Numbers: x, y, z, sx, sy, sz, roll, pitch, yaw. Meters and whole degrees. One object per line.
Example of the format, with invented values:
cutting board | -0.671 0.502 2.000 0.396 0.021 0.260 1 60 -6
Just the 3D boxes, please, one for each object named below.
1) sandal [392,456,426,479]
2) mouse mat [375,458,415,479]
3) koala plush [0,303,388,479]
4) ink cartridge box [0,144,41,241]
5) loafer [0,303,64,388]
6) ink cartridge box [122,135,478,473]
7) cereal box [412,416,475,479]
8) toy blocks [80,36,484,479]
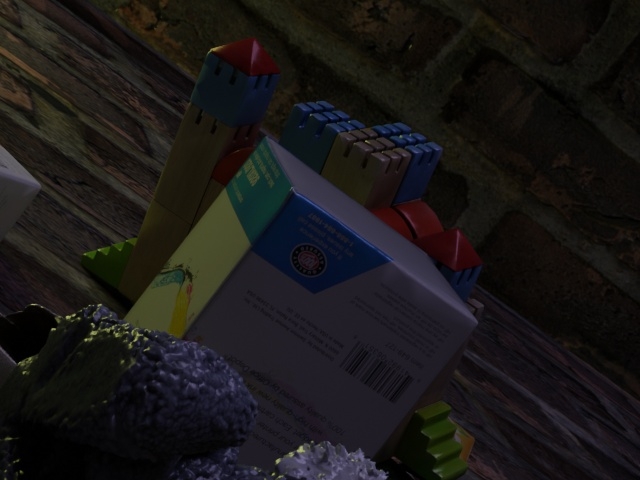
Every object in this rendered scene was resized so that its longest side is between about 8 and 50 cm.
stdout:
sandal | 0.065 0.221 1.591 0.090 0.060 0.219 39 9 1
mouse mat | 0.101 0.266 1.514 0.189 0.007 0.152 41 25 -15
koala plush | -0.071 0.156 1.008 0.221 0.196 0.203 31 2 -23
ink cartridge box | -0.323 -0.070 1.449 0.115 0.067 0.198 43 8 24
loafer | -0.174 0.098 1.151 0.268 0.092 0.102 34 11 -29
ink cartridge box | -0.036 0.078 1.345 0.171 0.233 0.168 36 8 -18
cereal box | 0.049 0.155 1.879 0.240 0.047 0.173 40 9 5
toy blocks | 0.000 0.000 1.555 0.381 0.261 0.190 34 24 25
